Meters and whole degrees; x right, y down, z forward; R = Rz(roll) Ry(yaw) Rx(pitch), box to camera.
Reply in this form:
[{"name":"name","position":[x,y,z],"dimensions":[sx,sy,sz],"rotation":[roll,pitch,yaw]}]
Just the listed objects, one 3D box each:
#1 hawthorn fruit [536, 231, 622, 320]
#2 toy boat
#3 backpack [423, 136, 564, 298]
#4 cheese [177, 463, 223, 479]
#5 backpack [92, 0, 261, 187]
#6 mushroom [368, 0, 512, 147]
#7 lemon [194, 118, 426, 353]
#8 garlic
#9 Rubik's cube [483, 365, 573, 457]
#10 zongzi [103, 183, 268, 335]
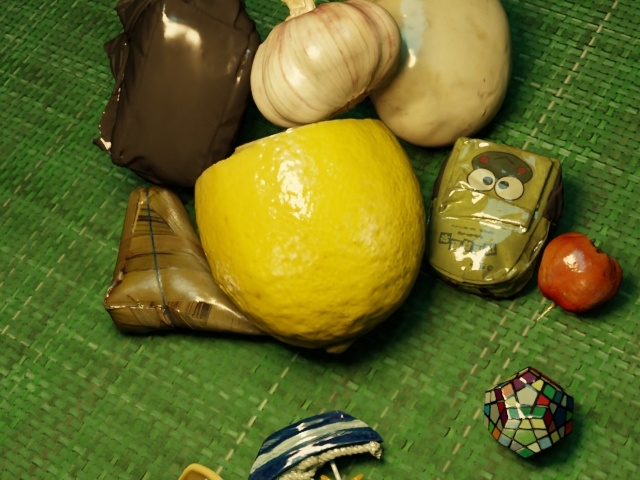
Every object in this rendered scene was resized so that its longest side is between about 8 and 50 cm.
[{"name":"hawthorn fruit","position":[0.391,0.055,1.858],"dimensions":[0.125,0.140,0.125],"rotation":[8,25,-4]},{"name":"toy boat","position":[0.018,0.400,1.763],"dimensions":[0.221,0.067,0.291],"rotation":[-22,68,-1]},{"name":"backpack","position":[0.268,-0.031,1.923],"dimensions":[0.207,0.140,0.253],"rotation":[15,69,20]},{"name":"cheese","position":[-0.148,0.398,1.798],"dimensions":[0.162,0.036,0.086],"rotation":[27,68,26]},{"name":"backpack","position":[-0.240,-0.300,2.057],"dimensions":[0.255,0.363,0.445],"rotation":[17,20,-11]},{"name":"mushroom","position":[0.154,-0.311,2.076],"dimensions":[0.336,0.314,0.314],"rotation":[4,54,50]},{"name":"lemon","position":[0.000,0.000,1.850],"dimensions":[0.364,0.364,0.364],"rotation":[-6,57,9]},{"name":"garlic","position":[-0.016,-0.306,1.839],"dimensions":[0.245,0.245,0.253],"rotation":[-32,96,-9]},{"name":"Rubik's cube","position":[0.298,0.246,1.753],"dimensions":[0.112,0.133,0.133],"rotation":[5,56,44]},{"name":"zongzi","position":[-0.193,0.032,1.984],"dimensions":[0.289,0.123,0.260],"rotation":[1,59,13]}]
